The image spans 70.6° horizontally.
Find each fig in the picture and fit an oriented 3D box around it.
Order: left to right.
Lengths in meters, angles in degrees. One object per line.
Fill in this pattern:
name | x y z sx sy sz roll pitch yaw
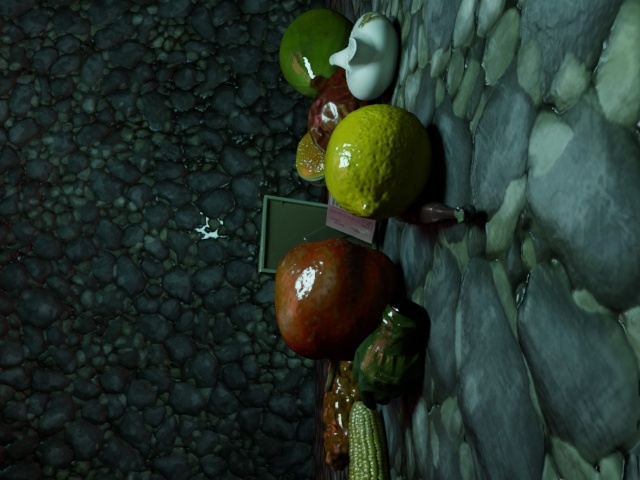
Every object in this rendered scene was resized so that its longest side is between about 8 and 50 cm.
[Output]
fig | 0.002 -0.614 1.547 0.316 0.316 0.316 -178 90 -85

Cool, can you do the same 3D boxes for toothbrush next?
toothbrush | 0.179 -0.045 0.754 0.364 0.041 0.040 -136 48 -84

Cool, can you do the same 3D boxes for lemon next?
lemon | 0.103 -0.139 0.798 0.188 0.188 0.256 98 -171 -51

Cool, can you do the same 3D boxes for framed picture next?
framed picture | 0.000 0.000 1.210 0.020 0.324 0.240 119 153 -55

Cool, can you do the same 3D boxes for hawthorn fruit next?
hawthorn fruit | 0.034 0.161 0.997 0.287 0.287 0.330 110 166 -75

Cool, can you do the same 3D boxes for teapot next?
teapot | 0.110 -0.457 1.134 0.298 0.139 0.204 -122 33 -77

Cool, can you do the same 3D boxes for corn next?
corn | 0.107 0.517 1.042 0.101 0.101 0.291 98 171 -52

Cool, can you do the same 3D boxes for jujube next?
jujube | 0.074 -0.394 1.340 0.342 0.216 0.216 -76 -5 -45

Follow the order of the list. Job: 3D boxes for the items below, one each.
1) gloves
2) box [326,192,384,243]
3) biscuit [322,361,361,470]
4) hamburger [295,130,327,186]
gloves | 0.127 0.229 0.852 0.107 0.135 0.268 -31 -42 -44
box | 0.092 -0.068 1.173 0.060 0.156 0.111 -37 -36 -46
biscuit | 0.067 0.550 1.457 0.312 0.111 0.318 96 174 -51
hamburger | 0.004 -0.372 1.948 0.151 0.227 0.295 57 -156 -55
